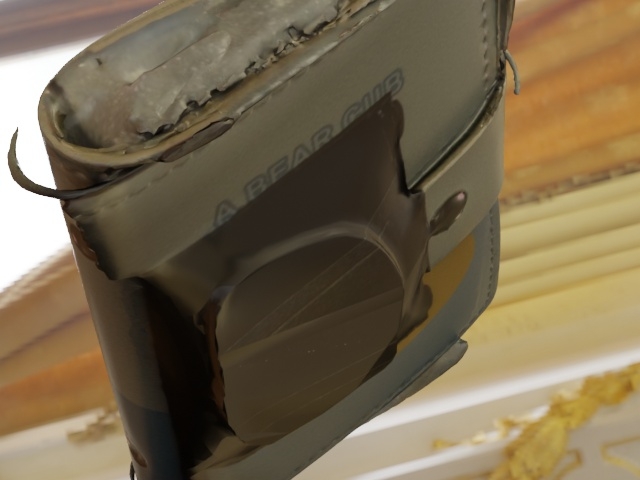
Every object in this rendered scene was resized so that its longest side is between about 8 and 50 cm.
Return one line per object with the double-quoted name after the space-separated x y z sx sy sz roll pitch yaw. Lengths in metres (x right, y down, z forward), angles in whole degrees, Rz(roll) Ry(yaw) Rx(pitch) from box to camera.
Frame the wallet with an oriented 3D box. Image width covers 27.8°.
0.000 0.000 0.420 0.069 0.170 0.231 46 -21 26 "wallet"
